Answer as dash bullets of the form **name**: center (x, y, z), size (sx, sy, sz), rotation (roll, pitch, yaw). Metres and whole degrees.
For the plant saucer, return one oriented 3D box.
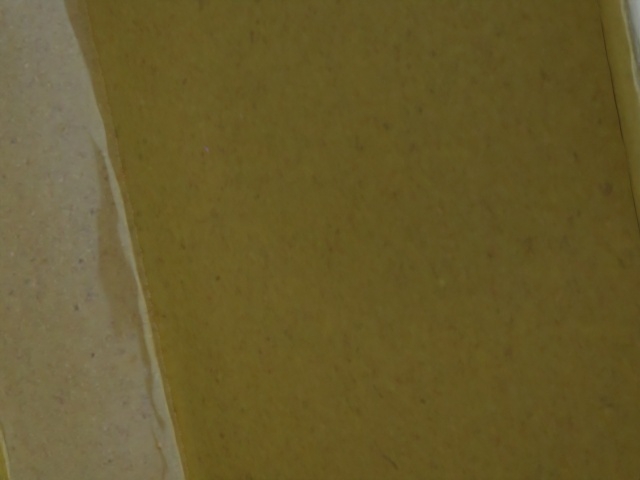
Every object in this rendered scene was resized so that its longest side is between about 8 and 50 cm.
- **plant saucer**: center (0.000, 0.000, 0.629), size (0.081, 0.332, 0.333), rotation (-20, 102, -42)
